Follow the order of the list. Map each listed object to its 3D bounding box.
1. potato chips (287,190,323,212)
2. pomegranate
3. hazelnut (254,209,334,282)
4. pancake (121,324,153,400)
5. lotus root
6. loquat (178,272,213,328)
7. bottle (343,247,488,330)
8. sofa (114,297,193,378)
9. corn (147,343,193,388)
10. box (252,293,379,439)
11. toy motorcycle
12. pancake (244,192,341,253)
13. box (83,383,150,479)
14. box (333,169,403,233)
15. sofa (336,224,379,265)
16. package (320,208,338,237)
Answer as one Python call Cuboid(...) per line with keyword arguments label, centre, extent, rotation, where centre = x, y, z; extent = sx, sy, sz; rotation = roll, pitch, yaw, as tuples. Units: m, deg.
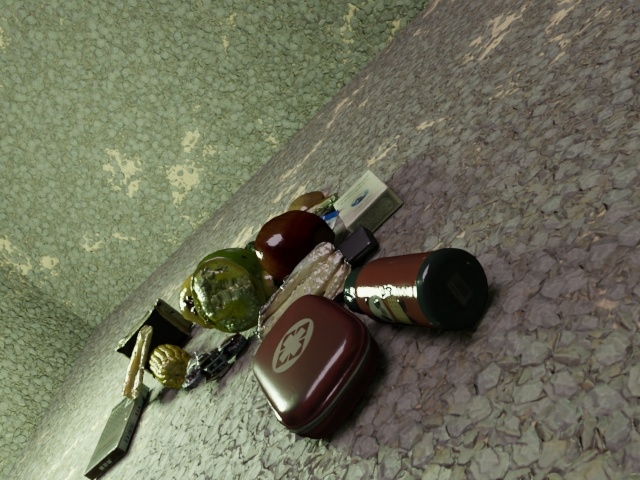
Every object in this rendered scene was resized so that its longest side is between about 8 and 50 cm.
Cuboid(label="potato chips", centre=(-0.073, -0.128, 2.231), extent=(0.195, 0.062, 0.208), rotation=(-33, 20, 30))
Cuboid(label="pomegranate", centre=(-0.232, 0.142, 1.758), extent=(0.340, 0.261, 0.260), rotation=(-10, 27, 8))
Cuboid(label="hazelnut", centre=(-0.081, 0.017, 1.627), extent=(0.229, 0.229, 0.229), rotation=(-41, 19, 18))
Cuboid(label="pancake", centre=(-0.634, 0.445, 1.999), extent=(0.244, 0.057, 0.266), rotation=(-135, 62, -69))
Cuboid(label="lotus root", centre=(-0.035, 0.158, 1.505), extent=(0.329, 0.078, 0.167), rotation=(-45, 51, 16))
Cuboid(label="loquat", centre=(-0.393, 0.212, 2.021), extent=(0.213, 0.213, 0.213), rotation=(-41, 19, 18))
Cuboid(label="bottle", centre=(0.162, 0.097, 1.127), extent=(0.144, 0.144, 0.336), rotation=(-54, 17, -20))
Cuboid(label="sofa", centre=(-0.646, 0.372, 2.249), extent=(0.258, 0.200, 0.182), rotation=(-50, 21, -5))
Cuboid(label="corn", centre=(-0.518, 0.421, 1.978), extent=(0.131, 0.131, 0.344), rotation=(-54, 18, -20))
Cuboid(label="box", centre=(-0.022, 0.251, 1.238), extent=(0.263, 0.108, 0.404), rotation=(-54, 19, -6))
Cuboid(label="toy motorcycle", centre=(-0.322, 0.354, 1.739), extent=(0.229, 0.094, 0.130), rotation=(-39, 13, -9))
Cuboid(label="pancake", centre=(-0.090, -0.058, 1.977), extent=(0.376, 0.054, 0.197), rotation=(-33, 9, -12))
Cuboid(label="box", centre=(-0.702, 0.657, 2.020), extent=(0.180, 0.047, 0.325), rotation=(-42, 18, 15))
Cuboid(label="box", centre=(0.134, -0.108, 1.713), extent=(0.164, 0.069, 0.256), rotation=(-44, 18, 8))
Cuboid(label="sofa", centre=(0.088, 0.041, 1.548), extent=(0.147, 0.060, 0.085), rotation=(-42, 36, 15))
Cuboid(label="package", centre=(0.000, 0.000, 1.778), extent=(0.171, 0.027, 0.173), rotation=(-22, 54, 62))
